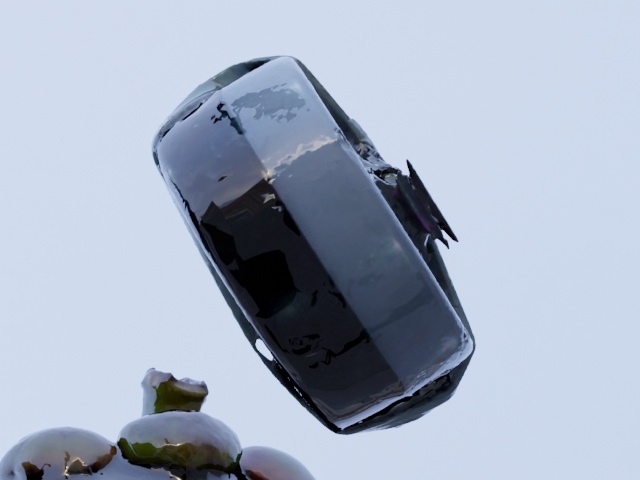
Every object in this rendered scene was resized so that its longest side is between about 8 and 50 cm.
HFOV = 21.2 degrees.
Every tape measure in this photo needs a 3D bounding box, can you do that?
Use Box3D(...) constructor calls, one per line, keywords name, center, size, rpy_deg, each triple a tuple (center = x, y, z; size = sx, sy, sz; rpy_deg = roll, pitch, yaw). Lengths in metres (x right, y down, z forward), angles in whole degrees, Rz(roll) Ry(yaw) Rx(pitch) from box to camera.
Box3D(name="tape measure", center=(0.001, 0.001, 0.813), size=(0.107, 0.181, 0.182), rpy_deg=(-32, -62, 0))

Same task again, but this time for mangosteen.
Box3D(name="mangosteen", center=(-0.097, 0.225, 1.085), size=(0.275, 0.302, 0.275), rpy_deg=(0, -24, 0))
